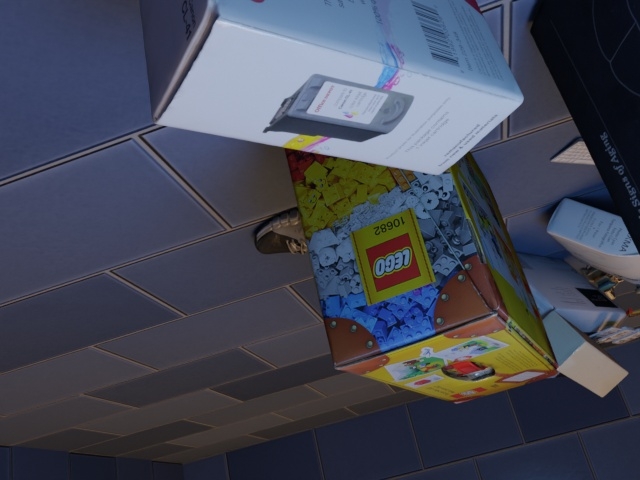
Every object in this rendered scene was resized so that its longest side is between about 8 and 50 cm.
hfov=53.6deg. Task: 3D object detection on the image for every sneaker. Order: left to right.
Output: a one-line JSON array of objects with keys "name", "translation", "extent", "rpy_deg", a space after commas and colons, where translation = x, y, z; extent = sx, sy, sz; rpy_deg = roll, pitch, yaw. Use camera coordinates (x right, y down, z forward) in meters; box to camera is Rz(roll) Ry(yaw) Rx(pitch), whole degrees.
[{"name": "sneaker", "translation": [-0.009, 0.010, 1.113], "extent": [0.228, 0.132, 0.086], "rpy_deg": [-23, 154, 18]}]

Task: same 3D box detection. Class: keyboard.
[{"name": "keyboard", "translation": [0.547, -0.160, 1.184], "extent": [0.255, 0.014, 0.072], "rpy_deg": [0, 152, -26]}]

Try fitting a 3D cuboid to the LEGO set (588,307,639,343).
[{"name": "LEGO set", "translation": [0.757, 0.174, 1.476], "extent": [0.182, 0.060, 0.244], "rpy_deg": [10, 146, -36]}]

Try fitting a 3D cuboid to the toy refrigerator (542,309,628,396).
[{"name": "toy refrigerator", "translation": [0.567, 0.257, 1.398], "extent": [0.269, 0.102, 0.094], "rpy_deg": [29, 107, -42]}]

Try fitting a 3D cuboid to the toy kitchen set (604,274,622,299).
[{"name": "toy kitchen set", "translation": [0.871, 0.115, 1.878], "extent": [0.075, 0.083, 0.068], "rpy_deg": [-32, 108, 34]}]

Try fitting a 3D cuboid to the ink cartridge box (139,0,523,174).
[{"name": "ink cartridge box", "translation": [0.004, -0.198, 0.570], "extent": [0.306, 0.226, 0.131], "rpy_deg": [5, 148, -32]}]

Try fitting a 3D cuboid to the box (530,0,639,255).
[{"name": "box", "translation": [0.455, -0.189, 0.517], "extent": [0.297, 0.480, 0.472], "rpy_deg": [-11, 155, -9]}]

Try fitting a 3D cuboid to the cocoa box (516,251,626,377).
[{"name": "cocoa box", "translation": [0.527, 0.188, 1.568], "extent": [0.347, 0.231, 0.228], "rpy_deg": [7, 122, -40]}]

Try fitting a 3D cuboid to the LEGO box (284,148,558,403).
[{"name": "LEGO box", "translation": [0.166, 0.017, 0.935], "extent": [0.193, 0.373, 0.500], "rpy_deg": [-22, 153, 19]}]

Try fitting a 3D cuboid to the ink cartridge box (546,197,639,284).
[{"name": "ink cartridge box", "translation": [0.705, 0.052, 1.336], "extent": [0.308, 0.384, 0.091], "rpy_deg": [25, 94, -53]}]

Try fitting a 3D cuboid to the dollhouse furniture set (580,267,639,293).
[{"name": "dollhouse furniture set", "translation": [0.859, 0.102, 1.760], "extent": [0.128, 0.130, 0.183], "rpy_deg": [4, 149, -34]}]
